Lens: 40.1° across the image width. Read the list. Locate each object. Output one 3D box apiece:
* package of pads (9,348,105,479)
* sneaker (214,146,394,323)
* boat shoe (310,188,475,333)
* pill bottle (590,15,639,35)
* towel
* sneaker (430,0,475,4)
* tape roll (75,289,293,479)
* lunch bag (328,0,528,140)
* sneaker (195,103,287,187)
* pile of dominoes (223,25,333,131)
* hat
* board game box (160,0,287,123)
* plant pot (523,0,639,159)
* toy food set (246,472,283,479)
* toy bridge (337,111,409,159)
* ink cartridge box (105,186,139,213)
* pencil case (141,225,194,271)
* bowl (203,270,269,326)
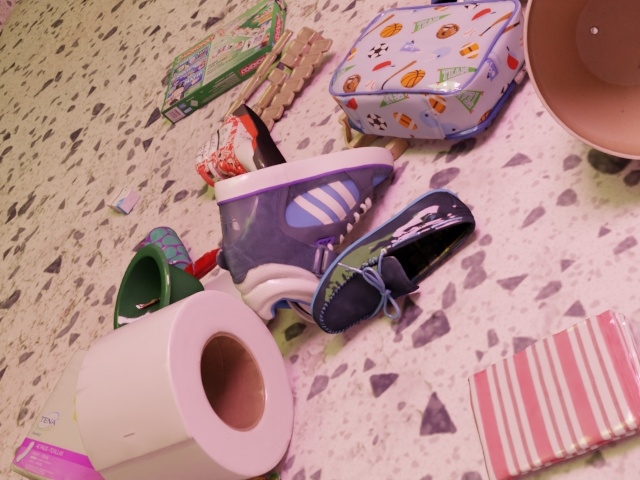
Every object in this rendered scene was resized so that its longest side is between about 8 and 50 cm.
[{"bbox_3d":[-0.332,0.287,1.359,0.296,0.101,0.229,-2,55,45],"label":"package of pads"},{"bbox_3d":[0.000,0.000,1.292,0.322,0.236,0.130,-15,1,-38],"label":"sneaker"},{"bbox_3d":[0.094,0.031,1.171,0.258,0.109,0.089,-47,38,3],"label":"boat shoe"},{"bbox_3d":[0.406,-0.309,1.207,0.078,0.078,0.137,-32,38,20],"label":"pill bottle"},{"bbox_3d":[0.253,0.170,0.936,0.197,0.029,0.144,-31,38,25],"label":"towel"},{"bbox_3d":[0.228,-0.460,1.515,0.131,0.112,0.296,-40,35,10],"label":"sneaker"},{"bbox_3d":[-0.173,0.207,1.150,0.169,0.246,0.246,-24,41,29],"label":"tape roll"},{"bbox_3d":[0.178,-0.272,1.361,0.303,0.115,0.243,11,57,43],"label":"lunch bag"},{"bbox_3d":[-0.149,-0.137,1.608,0.145,0.090,0.270,-43,34,12],"label":"sneaker"},{"bbox_3d":[-0.077,-0.314,1.771,0.251,0.040,0.196,-55,35,2],"label":"pile of dominoes"},{"bbox_3d":[-0.199,0.098,1.375,0.173,0.183,0.209,47,117,48],"label":"hat"},{"bbox_3d":[-0.218,-0.414,1.988,0.317,0.046,0.214,-25,39,27],"label":"board game box"},{"bbox_3d":[0.382,-0.250,1.047,0.284,0.284,0.191,-35,5,16],"label":"plant pot"},{"bbox_3d":[-0.072,0.335,1.111,0.082,0.020,0.083,-18,43,34],"label":"toy food set"},{"bbox_3d":[0.074,-0.171,1.459,0.063,0.026,0.188,-47,36,0],"label":"toy bridge"},{"bbox_3d":[-0.432,-0.087,1.899,0.083,0.028,0.048,9,62,50],"label":"ink cartridge box"},{"bbox_3d":[-0.274,0.033,1.583,0.070,0.065,0.152,-23,33,-11],"label":"pencil case"},{"bbox_3d":[-0.132,0.106,1.374,0.142,0.053,0.142,-31,39,21],"label":"bowl"}]
